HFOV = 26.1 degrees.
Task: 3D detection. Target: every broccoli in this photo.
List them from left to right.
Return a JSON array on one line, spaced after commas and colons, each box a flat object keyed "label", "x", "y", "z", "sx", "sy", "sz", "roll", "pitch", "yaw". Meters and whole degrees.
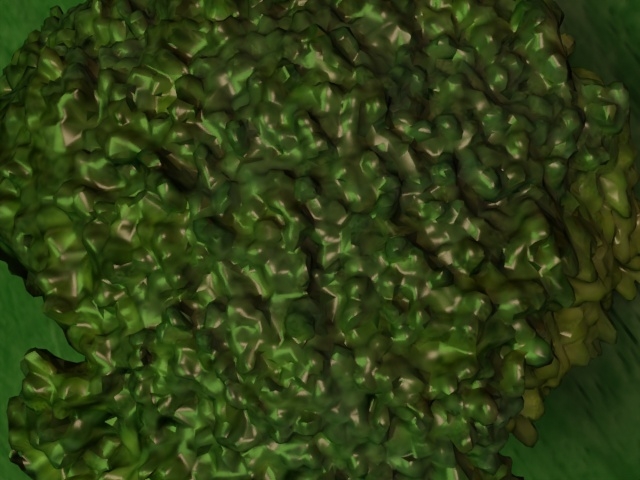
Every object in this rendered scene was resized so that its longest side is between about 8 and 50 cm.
[{"label": "broccoli", "x": 0.006, "y": -0.005, "z": 0.530, "sx": 0.235, "sy": 0.260, "sz": 0.288, "roll": -2, "pitch": 52, "yaw": 52}]
